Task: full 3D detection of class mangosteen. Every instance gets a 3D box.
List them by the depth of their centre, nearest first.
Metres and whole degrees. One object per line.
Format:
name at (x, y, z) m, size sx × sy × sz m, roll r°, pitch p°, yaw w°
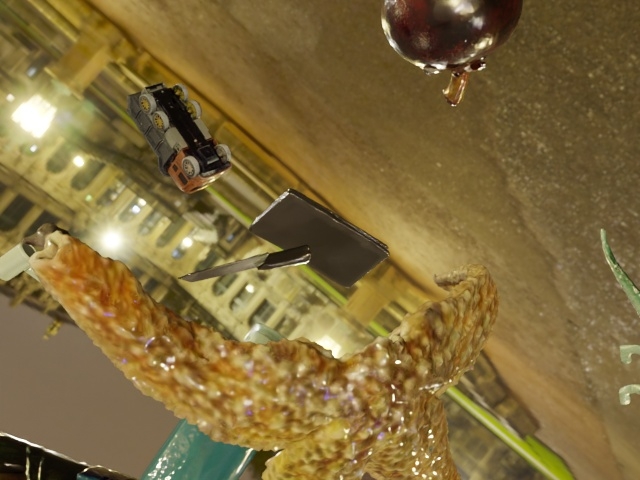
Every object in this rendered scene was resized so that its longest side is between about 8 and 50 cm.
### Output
mangosteen at (0.224, -0.357, 1.204) m, size 0.235 × 0.235 × 0.262 m, roll 32°, pitch 140°, yaw 61°

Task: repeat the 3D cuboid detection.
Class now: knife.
knife at (-0.115, 0.036, 1.124) m, size 0.060 × 0.230 × 0.028 m, roll -47°, pitch 59°, yaw 59°

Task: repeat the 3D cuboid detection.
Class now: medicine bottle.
medicine bottle at (-0.124, 0.193, 0.703) m, size 0.124 × 0.258 × 0.079 m, roll 33°, pitch 166°, yaw 18°

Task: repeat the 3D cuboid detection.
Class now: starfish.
starfish at (0.010, 0.131, 0.546) m, size 0.132 × 0.398 × 0.384 m, roll 30°, pitch 127°, yaw 39°

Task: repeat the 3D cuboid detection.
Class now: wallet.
wallet at (0.000, 0.000, 1.297) m, size 0.244 × 0.124 × 0.025 m, roll 30°, pitch -146°, yaw -29°

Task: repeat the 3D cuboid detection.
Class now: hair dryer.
hair dryer at (-0.465, 0.058, 1.167) m, size 0.124 × 0.063 × 0.038 m, roll 49°, pitch -167°, yaw -41°

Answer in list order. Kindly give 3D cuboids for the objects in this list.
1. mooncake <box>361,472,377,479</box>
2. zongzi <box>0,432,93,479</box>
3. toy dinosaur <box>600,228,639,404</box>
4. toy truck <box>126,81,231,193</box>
mooncake at (0.084, 0.462, 1.326) m, size 0.245 × 0.245 × 0.133 m, roll 41°, pitch -164°, yaw -11°
zongzi at (-0.490, 0.496, 1.264) m, size 0.383 × 0.319 × 0.362 m, roll 8°, pitch 149°, yaw -19°
toy dinosaur at (0.496, 0.178, 1.112) m, size 0.383 × 0.129 × 0.076 m, roll 56°, pitch -148°, yaw 9°
toy truck at (-0.233, -0.171, 1.166) m, size 0.192 × 0.083 × 0.092 m, roll 55°, pitch 138°, yaw 4°
